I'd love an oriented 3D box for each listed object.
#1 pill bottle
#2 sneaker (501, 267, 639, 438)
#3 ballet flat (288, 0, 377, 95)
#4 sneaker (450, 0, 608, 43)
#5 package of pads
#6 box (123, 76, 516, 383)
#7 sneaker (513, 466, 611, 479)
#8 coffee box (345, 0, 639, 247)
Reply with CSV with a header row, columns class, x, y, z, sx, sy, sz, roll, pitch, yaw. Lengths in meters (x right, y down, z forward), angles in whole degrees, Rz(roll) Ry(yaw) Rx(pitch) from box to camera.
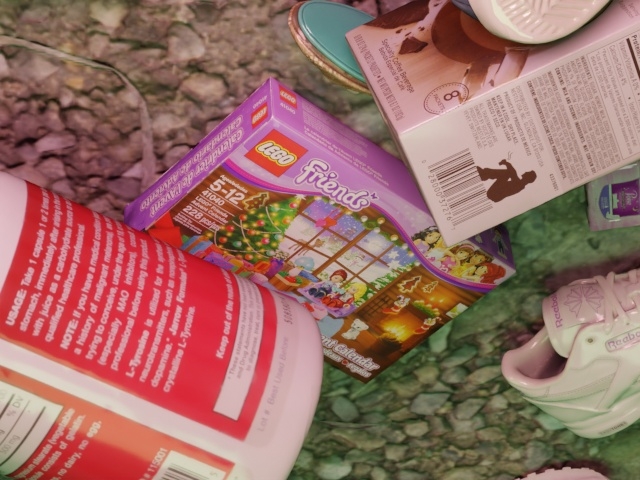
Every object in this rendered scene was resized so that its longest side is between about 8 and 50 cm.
class,x,y,z,sx,sy,sz,roll,pitch,yaw
pill bottle,-0.221,0.083,1.503,0.407,0.229,0.229,25,128,-20
sneaker,0.298,0.077,1.690,0.152,0.114,0.305,28,127,-30
ballet flat,0.057,-0.134,1.493,0.206,0.073,0.067,21,153,-19
sneaker,0.223,-0.272,1.310,0.350,0.148,0.131,-31,118,-13
package of pads,0.258,-0.048,1.619,0.050,0.032,0.083,-8,136,5
box,0.000,0.000,1.627,0.293,0.057,0.201,31,125,-30
sneaker,0.207,0.313,1.939,0.235,0.095,0.090,-22,131,15
coffee box,0.189,-0.140,1.375,0.297,0.168,0.119,-25,125,1
